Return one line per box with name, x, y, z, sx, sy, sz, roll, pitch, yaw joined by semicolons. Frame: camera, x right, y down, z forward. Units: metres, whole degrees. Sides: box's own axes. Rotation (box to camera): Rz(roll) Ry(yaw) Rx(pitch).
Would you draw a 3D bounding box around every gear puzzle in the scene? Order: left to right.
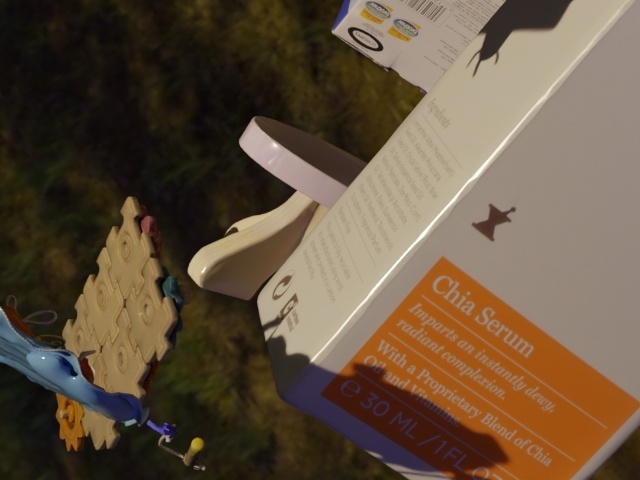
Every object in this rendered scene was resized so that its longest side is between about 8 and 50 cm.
gear puzzle;-0.216;0.123;1.333;0.339;0.044;0.175;-57;45;40

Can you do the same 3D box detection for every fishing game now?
fishing game;-0.175;0.050;0.721;0.264;0.041;0.189;29;164;5

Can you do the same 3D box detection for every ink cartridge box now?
ink cartridge box;0.201;-0.337;1.738;0.270;0.151;0.395;31;138;-12

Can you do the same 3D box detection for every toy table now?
toy table;0.000;0.000;1.257;0.274;0.161;0.252;24;-165;-32

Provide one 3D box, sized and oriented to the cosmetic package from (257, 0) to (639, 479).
cosmetic package;0.187;-0.033;0.870;0.230;0.453;0.161;35;-167;-20
